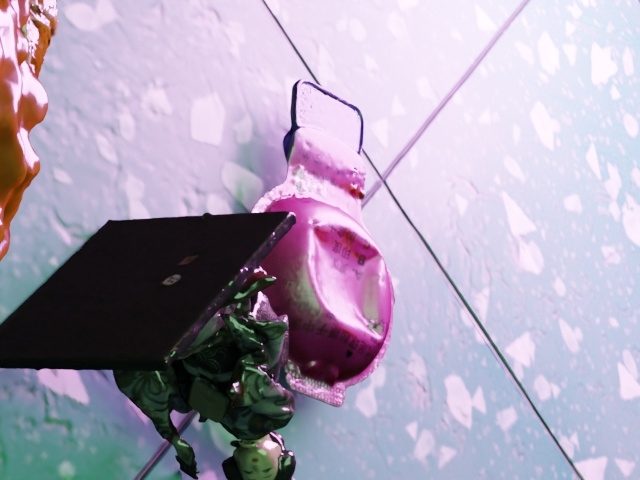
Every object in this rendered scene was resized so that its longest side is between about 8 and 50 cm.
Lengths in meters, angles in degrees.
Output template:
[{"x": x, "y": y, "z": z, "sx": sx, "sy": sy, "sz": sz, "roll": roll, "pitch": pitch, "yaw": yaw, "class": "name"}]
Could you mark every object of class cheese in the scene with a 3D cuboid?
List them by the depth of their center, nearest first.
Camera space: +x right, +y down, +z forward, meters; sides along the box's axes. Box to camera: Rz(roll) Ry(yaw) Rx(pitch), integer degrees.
[{"x": 0.000, "y": 0.000, "z": 1.135, "sx": 0.155, "sy": 0.062, "sz": 0.244, "roll": 24, "pitch": 58, "yaw": -40, "class": "cheese"}]

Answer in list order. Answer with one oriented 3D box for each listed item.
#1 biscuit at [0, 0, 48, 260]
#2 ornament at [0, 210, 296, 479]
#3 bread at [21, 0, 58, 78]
[{"x": -0.240, "y": -0.084, "z": 0.746, "sx": 0.312, "sy": 0.110, "sz": 0.318, "roll": -37, "pitch": 128, "yaw": -59, "class": "biscuit"}, {"x": -0.073, "y": 0.102, "z": 0.978, "sx": 0.153, "sy": 0.166, "sz": 0.196, "roll": -52, "pitch": 128, "yaw": -43, "class": "ornament"}, {"x": -0.208, "y": -0.146, "z": 0.962, "sx": 0.105, "sy": 0.076, "sz": 0.233, "roll": 9, "pitch": 70, "yaw": -43, "class": "bread"}]
